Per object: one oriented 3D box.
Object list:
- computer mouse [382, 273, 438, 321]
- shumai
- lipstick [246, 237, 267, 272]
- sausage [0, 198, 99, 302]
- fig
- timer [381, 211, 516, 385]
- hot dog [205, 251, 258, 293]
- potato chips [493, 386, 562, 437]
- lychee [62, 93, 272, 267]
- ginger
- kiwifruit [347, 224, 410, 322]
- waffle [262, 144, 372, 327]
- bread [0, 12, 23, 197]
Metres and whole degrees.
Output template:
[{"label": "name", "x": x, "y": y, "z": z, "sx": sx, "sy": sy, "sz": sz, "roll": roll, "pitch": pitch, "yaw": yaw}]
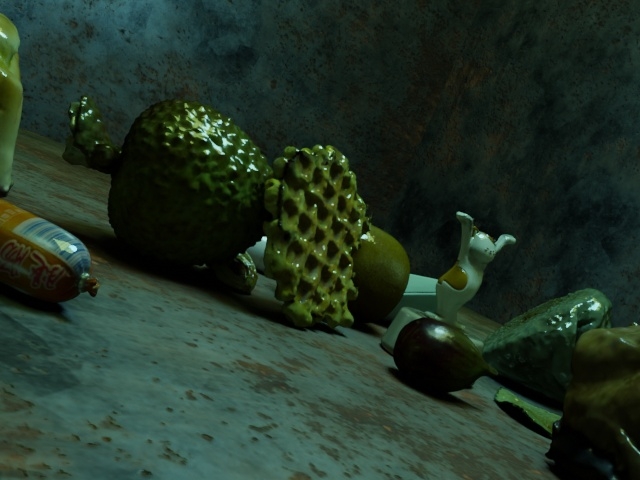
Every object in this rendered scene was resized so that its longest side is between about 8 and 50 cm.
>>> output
[{"label": "computer mouse", "x": 0.186, "y": 0.136, "z": 1.422, "sx": 0.288, "sy": 0.097, "sz": 0.159, "roll": 14, "pitch": -23, "yaw": -33}, {"label": "shumai", "x": 0.502, "y": 0.270, "z": 1.322, "sx": 0.264, "sy": 0.303, "sz": 0.309, "roll": 58, "pitch": 7, "yaw": 8}, {"label": "lipstick", "x": -0.162, "y": 0.007, "z": 1.368, "sx": 0.326, "sy": 0.087, "sz": 0.087, "roll": 23, "pitch": 3, "yaw": -9}, {"label": "sausage", "x": -0.303, "y": -0.003, "z": 0.593, "sx": 0.234, "sy": 0.071, "sz": 0.071, "roll": 23, "pitch": 3, "yaw": 13}, {"label": "fig", "x": 0.185, "y": 0.172, "z": 0.928, "sx": 0.154, "sy": 0.103, "sz": 0.109, "roll": 14, "pitch": 27, "yaw": -12}, {"label": "timer", "x": 0.234, "y": 0.093, "z": 1.099, "sx": 0.175, "sy": 0.266, "sz": 0.175, "roll": 23, "pitch": 3, "yaw": -1}, {"label": "hot dog", "x": -0.152, "y": 0.039, "z": 1.095, "sx": 0.078, "sy": 0.061, "sz": 0.169, "roll": 21, "pitch": 4, "yaw": -29}, {"label": "potato chips", "x": 0.347, "y": 0.279, "z": 1.038, "sx": 0.142, "sy": 0.026, "sz": 0.209, "roll": 20, "pitch": 1, "yaw": -9}, {"label": "lychee", "x": -0.215, "y": -0.088, "z": 0.982, "sx": 0.319, "sy": 0.270, "sz": 0.269, "roll": -4, "pitch": 22, "yaw": -44}, {"label": "ginger", "x": 0.410, "y": 0.219, "z": 0.730, "sx": 0.200, "sy": 0.223, "sz": 0.269, "roll": 26, "pitch": -1, "yaw": -22}, {"label": "kiwifruit", "x": 0.052, "y": 0.052, "z": 1.219, "sx": 0.233, "sy": 0.196, "sz": 0.196, "roll": 19, "pitch": 3, "yaw": -13}, {"label": "waffle", "x": 0.000, "y": -0.010, "z": 1.019, "sx": 0.058, "sy": 0.301, "sz": 0.281, "roll": -4, "pitch": -6, "yaw": 34}, {"label": "bread", "x": -0.524, "y": -0.208, "z": 0.867, "sx": 0.211, "sy": 0.270, "sz": 0.315, "roll": 4, "pitch": 19, "yaw": -33}]
